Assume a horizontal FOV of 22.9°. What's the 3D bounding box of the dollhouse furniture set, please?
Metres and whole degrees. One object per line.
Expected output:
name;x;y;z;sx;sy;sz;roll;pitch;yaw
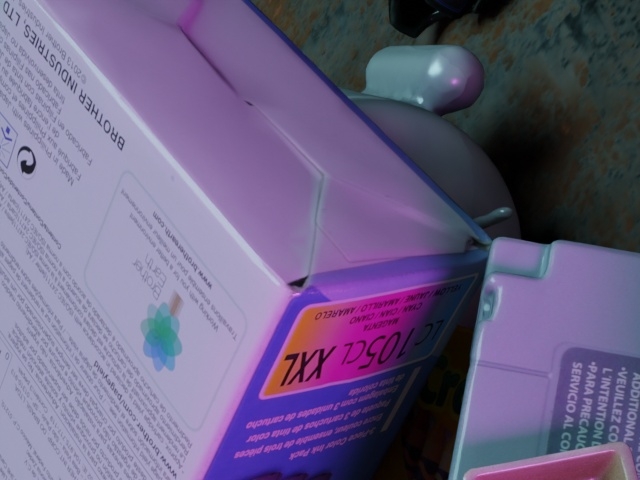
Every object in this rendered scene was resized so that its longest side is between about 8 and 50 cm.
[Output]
dollhouse furniture set;0.115;0.104;0.569;0.081;0.114;0.091;81;178;-69

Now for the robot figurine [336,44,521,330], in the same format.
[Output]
robot figurine;0.000;0.000;1.032;0.300;0.200;0.353;-61;24;-2

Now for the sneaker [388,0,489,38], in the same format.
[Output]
sneaker;0.125;-0.221;1.176;0.232;0.081;0.090;-27;44;62

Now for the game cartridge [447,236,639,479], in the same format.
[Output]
game cartridge;0.138;0.151;0.620;0.060;0.196;0.294;71;-150;-67

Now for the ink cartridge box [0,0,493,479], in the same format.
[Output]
ink cartridge box;-0.109;0.082;0.867;0.270;0.151;0.395;48;126;32

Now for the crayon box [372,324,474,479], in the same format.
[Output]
crayon box;0.090;0.162;0.784;0.202;0.081;0.318;12;83;65
